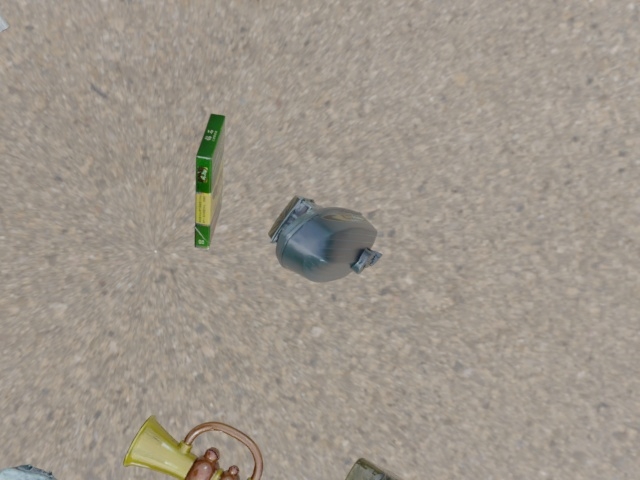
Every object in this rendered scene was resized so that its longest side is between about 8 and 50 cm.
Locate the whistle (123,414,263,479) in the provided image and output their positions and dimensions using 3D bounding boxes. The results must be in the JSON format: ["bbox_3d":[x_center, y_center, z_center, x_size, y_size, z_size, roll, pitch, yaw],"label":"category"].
[{"bbox_3d":[-0.093,0.172,0.728,0.109,0.046,0.057,22,66,5],"label":"whistle"}]

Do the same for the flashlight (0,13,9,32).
[{"bbox_3d":[-0.540,-0.381,1.512,0.018,0.018,0.083,-28,107,9],"label":"flashlight"}]

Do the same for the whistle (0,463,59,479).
[{"bbox_3d":[-0.303,0.416,1.253,0.348,0.189,0.189,25,85,14],"label":"whistle"}]

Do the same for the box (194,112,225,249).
[{"bbox_3d":[-0.211,-0.109,1.761,0.034,0.235,0.132,9,46,1],"label":"box"}]

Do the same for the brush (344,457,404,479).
[{"bbox_3d":[0.089,0.441,1.535,0.059,0.197,0.123,27,81,34],"label":"brush"}]

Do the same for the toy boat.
[{"bbox_3d":[-0.002,-0.002,1.381,0.122,0.296,0.114,38,100,16],"label":"toy boat"}]
